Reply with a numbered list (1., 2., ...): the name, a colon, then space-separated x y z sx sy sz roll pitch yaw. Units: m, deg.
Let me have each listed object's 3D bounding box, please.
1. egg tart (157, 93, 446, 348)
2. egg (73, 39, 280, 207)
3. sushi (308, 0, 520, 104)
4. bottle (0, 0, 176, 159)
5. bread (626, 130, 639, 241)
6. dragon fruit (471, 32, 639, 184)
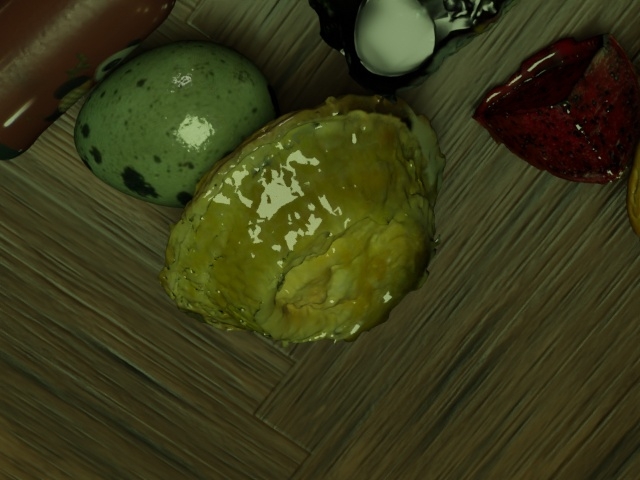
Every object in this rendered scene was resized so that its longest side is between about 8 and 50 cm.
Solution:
1. egg tart: 0.000 0.000 1.925 0.345 0.132 0.345 -20 143 -16
2. egg: -0.153 -0.120 1.941 0.228 0.177 0.177 -7 110 16
3. sushi: 0.089 -0.329 1.804 0.329 0.328 0.285 -38 95 12
4. bottle: -0.252 -0.237 1.898 0.336 0.144 0.144 -40 106 17
5. bread: 0.392 -0.109 1.950 0.099 0.210 0.235 14 118 18
6. dragon fruit: 0.265 -0.136 1.992 0.161 0.120 0.127 -4 125 48
